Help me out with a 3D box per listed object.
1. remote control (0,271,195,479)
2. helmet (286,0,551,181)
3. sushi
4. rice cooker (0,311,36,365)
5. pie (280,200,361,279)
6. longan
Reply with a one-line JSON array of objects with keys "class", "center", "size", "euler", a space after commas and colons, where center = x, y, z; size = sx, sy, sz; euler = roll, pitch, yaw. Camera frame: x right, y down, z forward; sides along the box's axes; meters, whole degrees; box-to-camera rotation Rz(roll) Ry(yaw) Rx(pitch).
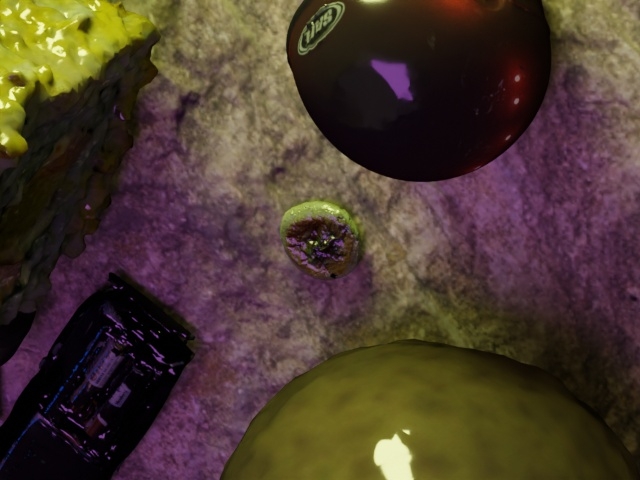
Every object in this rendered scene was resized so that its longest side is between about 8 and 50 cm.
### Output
[{"class": "remote control", "center": [-0.258, 0.202, 1.868], "size": [0.145, 0.062, 0.398], "euler": [38, 128, 3]}, {"class": "helmet", "center": [0.081, -0.143, 1.427], "size": [0.216, 0.193, 0.189], "euler": [16, 139, -34]}, {"class": "sushi", "center": [-0.340, -0.053, 1.578], "size": [0.240, 0.351, 0.396], "euler": [32, 123, 7]}, {"class": "rice cooker", "center": [-0.365, 0.055, 1.810], "size": [0.165, 0.112, 0.106], "euler": [37, 134, 10]}, {"class": "pie", "center": [0.001, 0.001, 1.642], "size": [0.084, 0.021, 0.084], "euler": [13, 123, 22]}, {"class": "longan", "center": [0.092, 0.274, 1.533], "size": [0.391, 0.391, 0.391], "euler": [13, 122, 21]}]
